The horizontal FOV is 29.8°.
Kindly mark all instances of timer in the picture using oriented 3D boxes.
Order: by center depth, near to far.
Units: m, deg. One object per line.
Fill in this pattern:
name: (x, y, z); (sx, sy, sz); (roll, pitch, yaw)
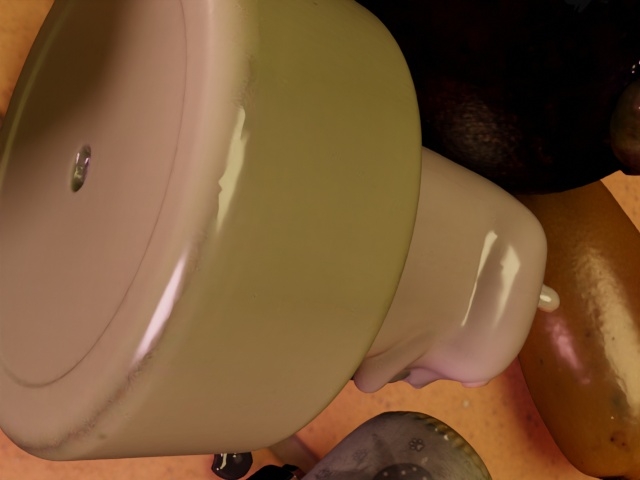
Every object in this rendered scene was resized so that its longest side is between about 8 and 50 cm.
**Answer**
timer: (0.000, 0.000, 0.688); (0.315, 0.291, 0.291); (17, 75, -33)

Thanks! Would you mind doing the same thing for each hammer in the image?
hammer: (0.045, 0.265, 0.750); (0.202, 0.113, 0.305); (-39, 128, -27)

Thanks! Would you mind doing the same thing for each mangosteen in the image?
mangosteen: (0.152, -0.170, 0.780); (0.297, 0.313, 0.297); (-3, 101, -18)

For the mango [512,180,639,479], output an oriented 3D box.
mango: (0.207, 0.055, 0.899); (0.138, 0.113, 0.253); (-12, 82, -27)

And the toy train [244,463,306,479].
toy train: (-0.050, 0.206, 0.756); (0.138, 0.050, 0.087); (-34, 107, -29)

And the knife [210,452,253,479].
knife: (-0.106, 0.044, 0.772); (0.072, 0.019, 0.245); (-18, 90, -27)
